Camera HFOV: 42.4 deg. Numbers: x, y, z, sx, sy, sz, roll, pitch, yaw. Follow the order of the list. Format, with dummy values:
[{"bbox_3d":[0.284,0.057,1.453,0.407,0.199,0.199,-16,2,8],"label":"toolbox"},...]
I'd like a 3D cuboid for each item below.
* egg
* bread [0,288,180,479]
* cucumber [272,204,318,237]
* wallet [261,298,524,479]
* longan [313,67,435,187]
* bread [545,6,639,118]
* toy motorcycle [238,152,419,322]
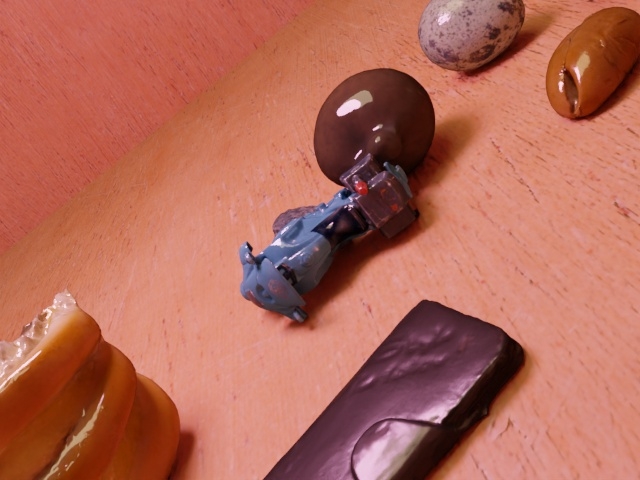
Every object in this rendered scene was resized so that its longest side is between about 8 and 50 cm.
[{"bbox_3d":[0.236,-0.337,1.293,0.172,0.132,0.132,-14,32,28],"label":"egg"},{"bbox_3d":[-0.322,0.238,0.913,0.315,0.270,0.211,-39,6,-17],"label":"bread"},{"bbox_3d":[-0.028,-0.018,1.200,0.064,0.064,0.112,-49,24,-22],"label":"cucumber"},{"bbox_3d":[0.039,0.180,0.738,0.309,0.042,0.165,-45,21,-13],"label":"wallet"},{"bbox_3d":[0.075,-0.151,1.155,0.185,0.159,0.204,-45,19,10],"label":"longan"},{"bbox_3d":[0.331,-0.226,1.005,0.114,0.077,0.189,-9,34,45],"label":"bread"},{"bbox_3d":[0.000,0.000,1.048,0.272,0.124,0.182,-38,11,8],"label":"toy motorcycle"}]
